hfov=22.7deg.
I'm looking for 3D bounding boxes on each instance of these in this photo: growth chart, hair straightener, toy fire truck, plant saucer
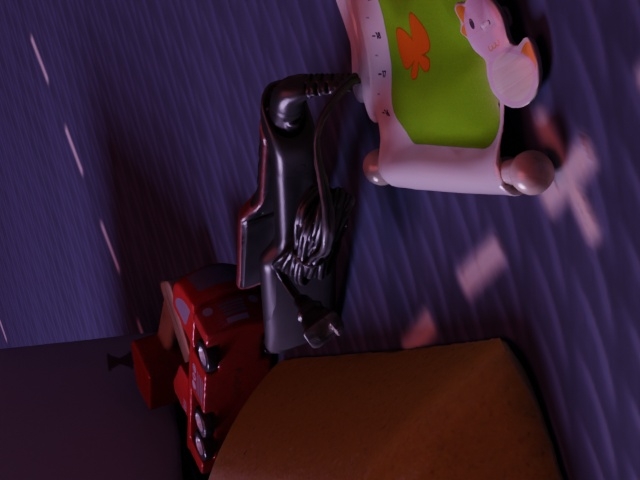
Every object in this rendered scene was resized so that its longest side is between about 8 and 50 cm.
[{"bbox_3d":[0.021,-0.124,0.621,0.237,0.021,0.172,71,161,-1],"label":"growth chart"},{"bbox_3d":[0.000,0.000,0.728,0.230,0.047,0.089,107,141,-61],"label":"hair straightener"},{"bbox_3d":[-0.076,0.069,1.003,0.192,0.047,0.135,96,152,-46],"label":"toy fire truck"},{"bbox_3d":[0.040,0.223,0.770,0.332,0.081,0.333,162,91,-71],"label":"plant saucer"}]

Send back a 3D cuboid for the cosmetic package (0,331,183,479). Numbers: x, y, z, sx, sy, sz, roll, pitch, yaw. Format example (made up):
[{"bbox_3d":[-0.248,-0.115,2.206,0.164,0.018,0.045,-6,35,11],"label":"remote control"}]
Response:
[{"bbox_3d":[-0.174,0.315,1.227,0.230,0.161,0.453,-105,12,-49],"label":"cosmetic package"}]
